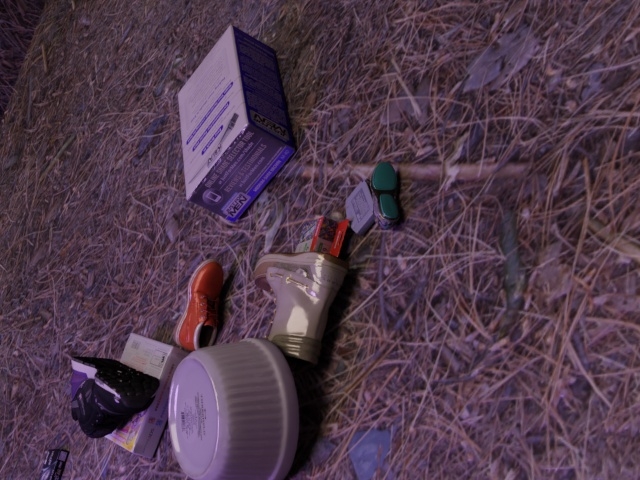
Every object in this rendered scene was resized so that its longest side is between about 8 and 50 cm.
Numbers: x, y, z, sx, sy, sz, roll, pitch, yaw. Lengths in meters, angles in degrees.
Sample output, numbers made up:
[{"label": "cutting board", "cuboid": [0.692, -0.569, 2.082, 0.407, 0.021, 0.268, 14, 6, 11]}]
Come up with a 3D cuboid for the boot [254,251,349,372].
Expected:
[{"label": "boot", "cuboid": [-0.049, 0.104, 1.709, 0.213, 0.077, 0.165, -8, 63, 58]}]

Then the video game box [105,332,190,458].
[{"label": "video game box", "cuboid": [-0.308, 0.262, 2.057, 0.205, 0.048, 0.187, 6, 71, 61]}]

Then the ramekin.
[{"label": "ramekin", "cuboid": [-0.124, 0.236, 1.618, 0.207, 0.109, 0.207, 1, 91, 59]}]

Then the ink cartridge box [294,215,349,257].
[{"label": "ink cartridge box", "cuboid": [0.000, 0.000, 1.739, 0.115, 0.029, 0.062, -21, 49, 66]}]

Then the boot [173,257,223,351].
[{"label": "boot", "cuboid": [-0.186, 0.109, 1.967, 0.085, 0.059, 0.158, 19, 92, 59]}]

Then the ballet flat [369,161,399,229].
[{"label": "ballet flat", "cuboid": [0.086, -0.058, 1.648, 0.041, 0.041, 0.114, -43, 33, 35]}]

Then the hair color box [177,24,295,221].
[{"label": "hair color box", "cuboid": [-0.155, -0.212, 2.122, 0.185, 0.110, 0.339, -48, 30, 26]}]

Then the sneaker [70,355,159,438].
[{"label": "sneaker", "cuboid": [-0.343, 0.274, 1.983, 0.283, 0.107, 0.124, 9, 91, 65]}]

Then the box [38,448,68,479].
[{"label": "box", "cuboid": [-0.515, 0.442, 2.300, 0.067, 0.018, 0.083, -15, 55, 55]}]

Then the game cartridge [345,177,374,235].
[{"label": "game cartridge", "cuboid": [0.060, -0.045, 1.705, 0.056, 0.017, 0.083, -48, 32, 23]}]
